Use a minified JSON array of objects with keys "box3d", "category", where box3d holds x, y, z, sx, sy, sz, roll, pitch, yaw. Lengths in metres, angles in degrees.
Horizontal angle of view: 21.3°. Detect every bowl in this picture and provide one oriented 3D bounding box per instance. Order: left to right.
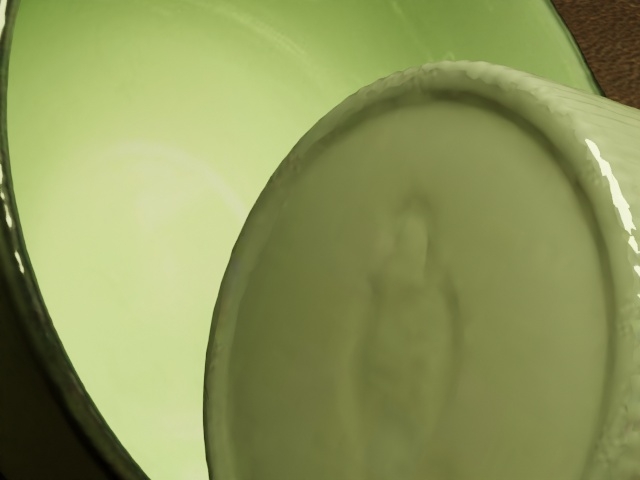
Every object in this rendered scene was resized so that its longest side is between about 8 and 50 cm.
[{"box3d":[-0.036,0.007,0.751,0.354,0.353,0.185,-22,-2,-44],"category":"bowl"}]

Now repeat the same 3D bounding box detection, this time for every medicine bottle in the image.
[{"box3d":[0.162,0.069,0.620,0.384,0.224,0.224,14,21,-40],"category":"medicine bottle"}]
